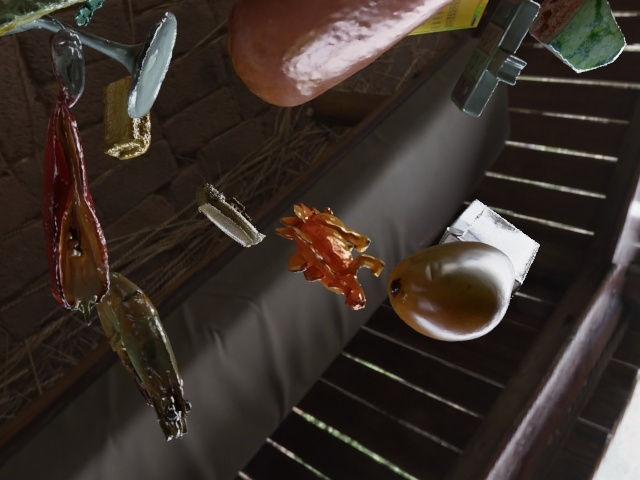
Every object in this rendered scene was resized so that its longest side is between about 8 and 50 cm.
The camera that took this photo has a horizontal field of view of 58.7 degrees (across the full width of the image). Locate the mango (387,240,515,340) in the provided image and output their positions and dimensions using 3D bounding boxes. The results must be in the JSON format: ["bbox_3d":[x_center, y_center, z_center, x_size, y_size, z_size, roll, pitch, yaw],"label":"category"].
[{"bbox_3d":[0.194,0.064,0.778,0.254,0.138,0.113,-12,133,-45],"label":"mango"}]

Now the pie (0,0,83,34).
[{"bbox_3d":[-0.371,-0.296,0.659,0.248,0.201,0.089,-27,129,-9],"label":"pie"}]

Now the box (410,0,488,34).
[{"bbox_3d":[0.119,-0.407,0.948,0.193,0.302,0.083,-15,101,-82],"label":"box"}]

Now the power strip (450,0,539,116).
[{"bbox_3d":[0.320,-0.320,1.015,0.061,0.145,0.215,17,120,-14],"label":"power strip"}]

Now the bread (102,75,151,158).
[{"bbox_3d":[-0.486,-0.306,1.428,0.083,0.114,0.210,40,39,-61],"label":"bread"}]

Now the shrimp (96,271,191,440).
[{"bbox_3d":[-0.212,0.136,0.680,0.051,0.115,0.217,-24,78,-37],"label":"shrimp"}]

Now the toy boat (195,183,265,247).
[{"bbox_3d":[-0.211,-0.059,1.343,0.206,0.065,0.072,45,43,-35],"label":"toy boat"}]

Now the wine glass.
[{"bbox_3d":[-0.476,-0.381,0.985,0.407,0.267,0.266,20,87,-9],"label":"wine glass"}]

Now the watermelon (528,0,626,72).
[{"bbox_3d":[0.370,-0.332,0.864,0.098,0.158,0.121,-38,156,15],"label":"watermelon"}]

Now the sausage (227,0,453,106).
[{"bbox_3d":[0.030,-0.192,0.413,0.114,0.259,0.113,32,43,-36],"label":"sausage"}]

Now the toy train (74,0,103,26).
[{"bbox_3d":[-0.442,-0.454,1.094,0.092,0.045,0.029,-40,134,24],"label":"toy train"}]

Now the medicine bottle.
[{"bbox_3d":[0.337,0.013,1.133,0.201,0.171,0.052,-37,162,-52],"label":"medicine bottle"}]

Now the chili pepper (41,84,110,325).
[{"bbox_3d":[-0.184,-0.021,0.416,0.045,0.027,0.178,-21,118,-46],"label":"chili pepper"}]

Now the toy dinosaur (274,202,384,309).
[{"bbox_3d":[0.000,0.000,0.736,0.117,0.288,0.070,18,114,-21],"label":"toy dinosaur"}]

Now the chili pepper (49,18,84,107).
[{"bbox_3d":[-0.402,-0.283,0.906,0.050,0.041,0.153,-5,73,-23],"label":"chili pepper"}]
